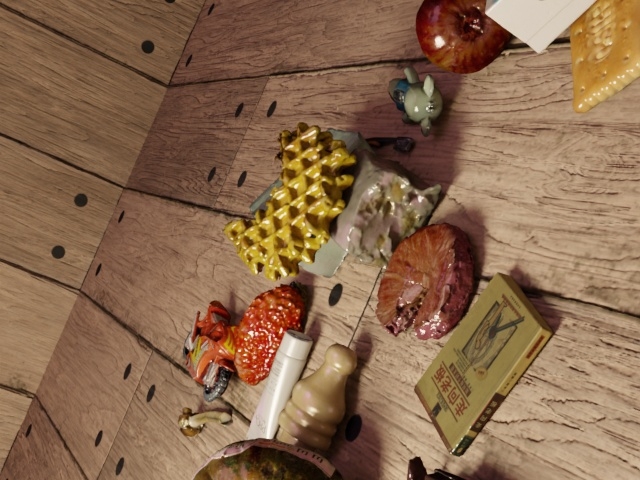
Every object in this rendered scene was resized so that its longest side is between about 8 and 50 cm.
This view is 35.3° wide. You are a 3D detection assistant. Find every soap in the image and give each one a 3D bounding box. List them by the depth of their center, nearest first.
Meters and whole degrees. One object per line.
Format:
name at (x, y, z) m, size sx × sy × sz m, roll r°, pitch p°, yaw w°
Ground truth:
soap at (-0.007, -0.107, 1.979) m, size 0.261 × 0.094 × 0.150 m, roll -45°, pitch 26°, yaw -13°

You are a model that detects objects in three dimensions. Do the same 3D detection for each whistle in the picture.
whistle at (0.176, -0.268, 1.893) m, size 0.235 × 0.077 × 0.113 m, roll -127°, pitch 36°, yaw -69°

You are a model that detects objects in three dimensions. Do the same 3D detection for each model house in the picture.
model house at (0.000, 0.000, 1.974) m, size 0.100 × 0.088 × 0.100 m, roll -56°, pitch 28°, yaw 20°

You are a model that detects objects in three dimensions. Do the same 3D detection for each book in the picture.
book at (0.228, 0.174, 1.447) m, size 0.230 × 0.026 × 0.161 m, roll -58°, pitch 26°, yaw 17°

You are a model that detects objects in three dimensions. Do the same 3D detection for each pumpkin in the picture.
pumpkin at (-0.085, 0.438, 1.557) m, size 0.260 × 0.260 × 0.189 m, roll -61°, pitch -6°, yaw 11°

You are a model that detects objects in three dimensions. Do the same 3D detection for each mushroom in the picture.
mushroom at (-0.250, 0.386, 2.162) m, size 0.187 × 0.061 × 0.060 m, roll -22°, pitch 44°, yaw 51°

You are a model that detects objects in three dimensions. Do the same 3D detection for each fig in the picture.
fig at (0.248, -0.379, 1.767) m, size 0.175 × 0.175 × 0.207 m, roll -62°, pitch 11°, yaw 8°

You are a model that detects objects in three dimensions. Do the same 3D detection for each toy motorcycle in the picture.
toy motorcycle at (-0.228, 0.240, 2.207) m, size 0.171 × 0.089 × 0.298 m, roll -61°, pitch 25°, yaw 7°

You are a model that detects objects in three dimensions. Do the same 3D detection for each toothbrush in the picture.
toothbrush at (0.101, -0.194, 2.028) m, size 0.031 × 0.023 × 0.321 m, roll -59°, pitch 24°, yaw -8°

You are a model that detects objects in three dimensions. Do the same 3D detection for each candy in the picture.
candy at (0.101, -0.061, 1.777) m, size 0.184 × 0.137 × 0.195 m, roll -61°, pitch 23°, yaw 10°

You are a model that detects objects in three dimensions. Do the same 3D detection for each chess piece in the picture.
chess piece at (-0.023, 0.321, 1.725) m, size 0.307 × 0.124 × 0.139 m, roll -62°, pitch -5°, yaw 0°

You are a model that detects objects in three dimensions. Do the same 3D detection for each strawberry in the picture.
strawberry at (-0.117, 0.179, 2.022) m, size 0.175 × 0.107 × 0.235 m, roll 15°, pitch 82°, yaw 65°

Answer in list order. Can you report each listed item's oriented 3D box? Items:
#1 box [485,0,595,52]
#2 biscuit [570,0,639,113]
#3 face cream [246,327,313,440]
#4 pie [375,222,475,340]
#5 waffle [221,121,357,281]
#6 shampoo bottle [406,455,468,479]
box at (0.372, -0.458, 1.573) m, size 0.203 × 0.116 × 0.274 m, roll -43°, pitch 22°, yaw 40°
biscuit at (0.427, -0.316, 1.487) m, size 0.160 × 0.030 × 0.249 m, roll -36°, pitch 38°, yaw 47°
face cream at (-0.081, 0.287, 1.925) m, size 0.092 × 0.058 × 0.243 m, roll 34°, pitch 105°, yaw 60°
pie at (0.167, 0.068, 1.628) m, size 0.219 × 0.054 × 0.204 m, roll -23°, pitch 48°, yaw 55°
waffle at (-0.055, -0.067, 1.800) m, size 0.260 × 0.069 × 0.293 m, roll 33°, pitch 97°, yaw 51°
shampoo bottle at (0.186, 0.345, 1.329) m, size 0.236 × 0.067 × 0.068 m, roll 5°, pitch 82°, yaw 64°
